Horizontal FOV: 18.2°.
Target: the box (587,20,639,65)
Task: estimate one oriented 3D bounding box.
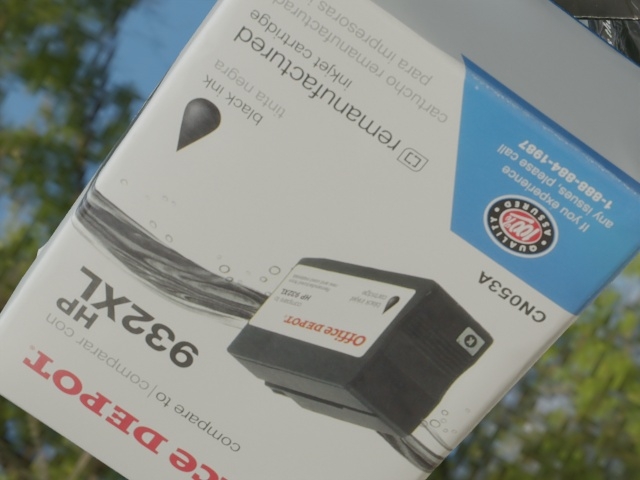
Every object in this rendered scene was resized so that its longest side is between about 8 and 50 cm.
[{"bbox_3d":[0.401,-0.214,1.356,0.297,0.472,0.480,-25,-49,-13],"label":"box"}]

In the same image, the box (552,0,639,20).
[{"bbox_3d":[0.136,-0.291,1.245,0.076,0.242,0.307,-29,-69,-24],"label":"box"}]

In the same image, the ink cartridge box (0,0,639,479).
[{"bbox_3d":[0.000,0.000,1.000,0.307,0.223,0.129,-51,8,32],"label":"ink cartridge box"}]
